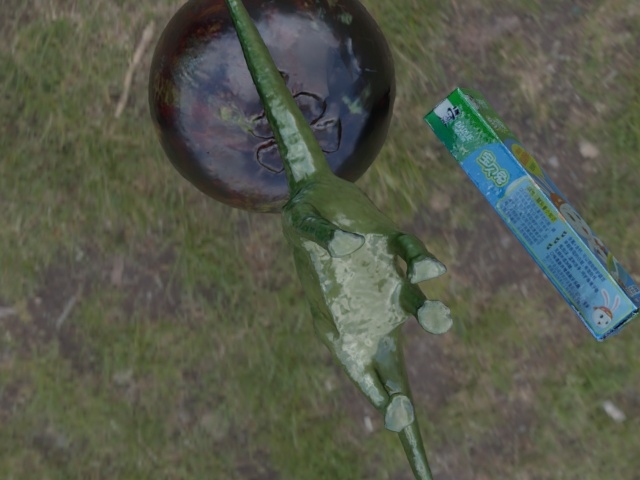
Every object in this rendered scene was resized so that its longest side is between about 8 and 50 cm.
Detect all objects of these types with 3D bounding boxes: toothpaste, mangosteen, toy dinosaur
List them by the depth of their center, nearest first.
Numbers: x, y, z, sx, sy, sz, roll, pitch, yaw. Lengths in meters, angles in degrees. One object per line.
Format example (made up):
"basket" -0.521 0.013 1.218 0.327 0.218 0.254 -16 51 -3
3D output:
"toy dinosaur" 0.000 0.000 1.135 0.087 0.301 0.447 -21 117 -16
"toothpaste" 0.200 -0.026 1.349 0.050 0.065 0.266 -43 74 22
"mangosteen" -0.051 -0.165 1.351 0.231 0.289 0.231 -8 136 -8
